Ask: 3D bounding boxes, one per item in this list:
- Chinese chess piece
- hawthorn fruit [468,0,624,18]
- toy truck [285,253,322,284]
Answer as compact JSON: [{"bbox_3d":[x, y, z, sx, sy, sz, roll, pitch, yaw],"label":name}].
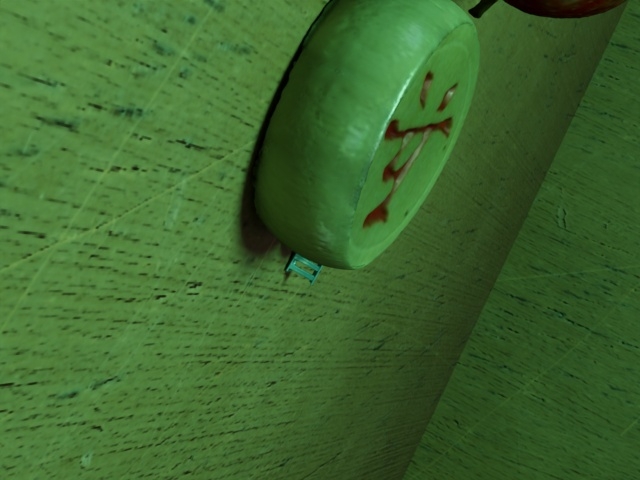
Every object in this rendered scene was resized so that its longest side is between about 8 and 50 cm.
[{"bbox_3d":[0.040,-0.097,1.221,0.250,0.103,0.250,-55,162,-27],"label":"Chinese chess piece"},{"bbox_3d":[0.231,-0.298,1.375,0.266,0.210,0.230,-53,-179,34],"label":"hawthorn fruit"},{"bbox_3d":[0.000,0.000,1.355,0.073,0.056,0.090,-61,179,-37],"label":"toy truck"}]
